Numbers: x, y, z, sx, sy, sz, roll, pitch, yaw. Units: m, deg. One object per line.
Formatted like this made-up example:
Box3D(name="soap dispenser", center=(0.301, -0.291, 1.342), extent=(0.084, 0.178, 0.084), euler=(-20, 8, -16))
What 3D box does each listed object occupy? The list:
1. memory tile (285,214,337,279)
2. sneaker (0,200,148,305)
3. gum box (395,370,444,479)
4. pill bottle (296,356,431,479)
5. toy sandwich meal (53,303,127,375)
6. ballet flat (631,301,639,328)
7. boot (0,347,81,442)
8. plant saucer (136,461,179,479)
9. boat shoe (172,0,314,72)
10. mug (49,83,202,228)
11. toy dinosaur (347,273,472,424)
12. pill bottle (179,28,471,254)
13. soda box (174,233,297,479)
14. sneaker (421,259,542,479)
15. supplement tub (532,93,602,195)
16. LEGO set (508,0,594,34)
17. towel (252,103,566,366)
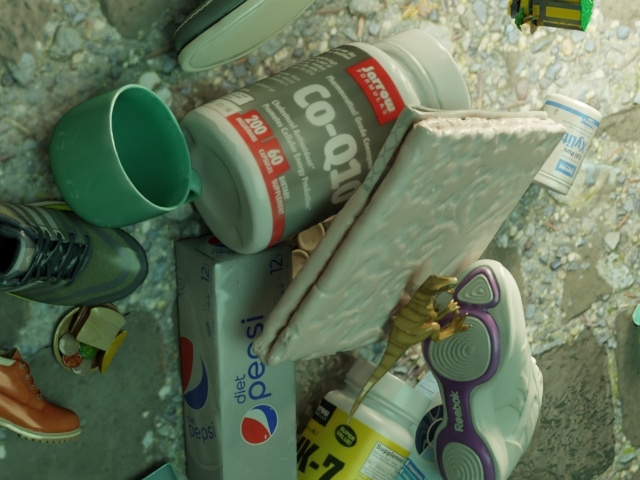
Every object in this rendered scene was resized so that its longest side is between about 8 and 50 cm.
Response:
Box3D(name="memory tile", center=(0.000, 0.000, 1.848), extent=(0.148, 0.012, 0.113), euler=(26, 90, -37))
Box3D(name="sneaker", center=(-0.291, 0.014, 1.584), extent=(0.300, 0.121, 0.111), euler=(11, 99, -36))
Box3D(name="gum box", center=(0.148, 0.245, 2.013), extent=(0.184, 0.041, 0.157), euler=(-48, 125, -12))
Box3D(name="pill bottle", center=(0.032, 0.246, 1.884), extent=(0.119, 0.119, 0.208), euler=(35, 84, -37))
Box3D(name="toy sandwich meal", center=(-0.236, 0.102, 1.708), extent=(0.086, 0.029, 0.085), euler=(-11, 111, -31))
Box3D(name="ballet flat", center=(0.453, 0.077, 2.171), extent=(0.114, 0.041, 0.041), euler=(-49, 126, -10))
Box3D(name="boot", center=(-0.301, 0.155, 1.666), extent=(0.158, 0.059, 0.084), euler=(22, 87, -36))
Box3D(name="plant saucer", center=(-0.165, 0.334, 1.842), extent=(0.067, 0.018, 0.192), euler=(-32, 122, -22))
Box3D(name="boat shoe", center=(-0.038, -0.294, 1.694), extent=(0.319, 0.116, 0.099), euler=(-40, 81, -10))
Box3D(name="mug", center=(-0.196, -0.067, 1.619), extent=(0.157, 0.097, 0.129), euler=(58, 31, -26))
Box3D(name="toy dinosaur", center=(0.096, 0.101, 1.813), extent=(0.112, 0.064, 0.211), euler=(-7, 136, -41))
Box3D(name="pill bottle", center=(0.007, -0.111, 1.722), extent=(0.283, 0.161, 0.161), euler=(-27, 119, -25))
Box3D(name="soda box", center=(-0.090, 0.136, 1.781), extent=(0.098, 0.091, 0.286), euler=(-13, 113, -30))
Box3D(name="sneaker", center=(0.196, 0.149, 1.929), extent=(0.152, 0.114, 0.305), euler=(-34, 133, -47))
Box3D(name="supplement tub", center=(0.284, -0.115, 1.969), extent=(0.071, 0.071, 0.107), euler=(22, 91, -37))
Box3D(name="LEGO set", center=(0.221, -0.385, 1.769), extent=(0.255, 0.192, 0.331), euler=(79, 28, -46))
Box3D(name="towel", center=(0.098, -0.008, 1.756), extent=(0.332, 0.053, 0.317), euler=(-5, 133, -58))
